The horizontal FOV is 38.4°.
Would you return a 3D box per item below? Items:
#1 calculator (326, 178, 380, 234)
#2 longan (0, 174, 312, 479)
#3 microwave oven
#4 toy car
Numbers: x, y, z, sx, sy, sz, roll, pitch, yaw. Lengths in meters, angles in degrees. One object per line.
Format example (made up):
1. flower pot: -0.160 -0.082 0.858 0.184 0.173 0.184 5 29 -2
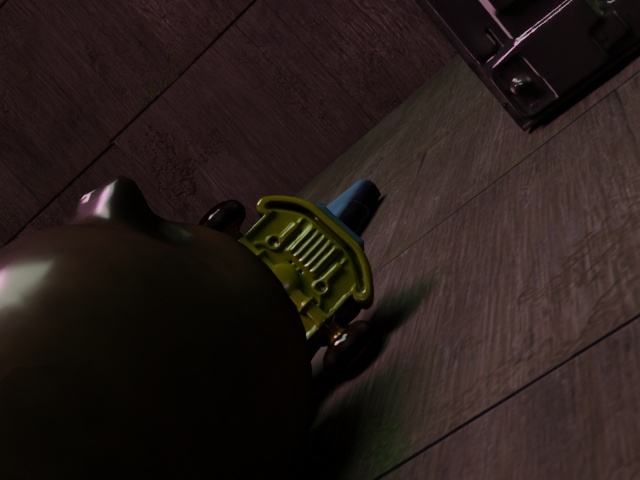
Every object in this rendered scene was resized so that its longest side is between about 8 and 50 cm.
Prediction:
1. calculator: 0.000 0.000 1.444 0.173 0.051 0.293 -39 8 33
2. longan: -0.143 0.103 0.689 0.243 0.300 0.300 -15 24 38
3. microwave oven: 0.242 -0.386 1.059 0.333 0.394 0.247 -38 9 31
4. toy car: -0.062 0.080 0.895 0.248 0.200 0.142 -42 -14 -8
